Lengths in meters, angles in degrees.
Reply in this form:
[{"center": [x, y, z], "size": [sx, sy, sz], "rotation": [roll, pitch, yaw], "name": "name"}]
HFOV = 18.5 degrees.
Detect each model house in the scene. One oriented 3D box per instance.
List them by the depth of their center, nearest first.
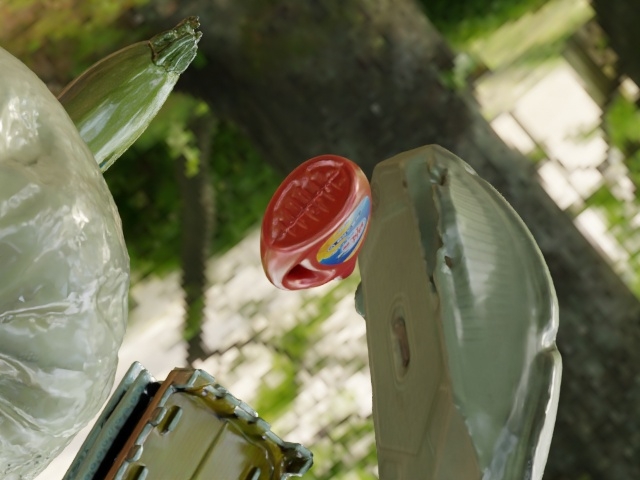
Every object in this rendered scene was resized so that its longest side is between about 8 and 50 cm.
[{"center": [-0.165, 0.264, 2.150], "size": [0.215, 0.198, 0.224], "rotation": [-10, -134, 57], "name": "model house"}]

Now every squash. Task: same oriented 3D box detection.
[{"center": [-0.237, -0.107, 1.948], "size": [0.341, 0.094, 0.094], "rotation": [-46, 165, 15], "name": "squash"}]

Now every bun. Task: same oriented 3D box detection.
[{"center": [-0.295, 0.023, 1.244], "size": [0.360, 0.360, 0.211], "rotation": [-42, -167, 12], "name": "bun"}]

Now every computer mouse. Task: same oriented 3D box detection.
[{"center": [0.135, 0.106, 1.768], "size": [0.145, 0.429, 0.228], "rotation": [4, 151, -20], "name": "computer mouse"}]

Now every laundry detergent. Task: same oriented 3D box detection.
[{"center": [0.000, 0.000, 1.385], "size": [0.097, 0.049, 0.165], "rotation": [-47, 164, -9], "name": "laundry detergent"}]
